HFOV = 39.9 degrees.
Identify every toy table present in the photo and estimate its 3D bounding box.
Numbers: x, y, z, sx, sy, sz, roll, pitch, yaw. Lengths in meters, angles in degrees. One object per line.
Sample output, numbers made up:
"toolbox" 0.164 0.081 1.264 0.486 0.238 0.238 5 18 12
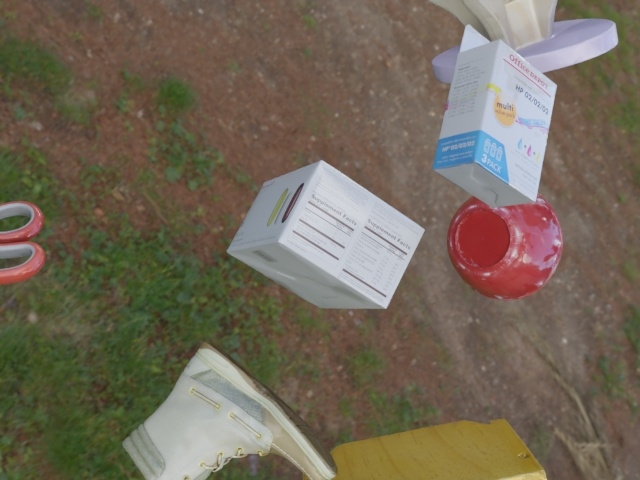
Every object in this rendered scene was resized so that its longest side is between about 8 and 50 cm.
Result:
"toy table" 0.276 -0.337 1.280 0.252 0.274 0.161 -57 132 -56

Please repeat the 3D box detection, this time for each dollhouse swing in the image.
"dollhouse swing" 0.172 0.489 1.348 0.315 0.346 0.305 -111 -171 -81

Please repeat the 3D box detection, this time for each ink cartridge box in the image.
"ink cartridge box" 0.192 -0.139 0.946 0.104 0.061 0.181 27 68 -35

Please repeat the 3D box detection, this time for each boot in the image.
"boot" -0.102 0.238 0.982 0.213 0.165 0.077 39 -5 18

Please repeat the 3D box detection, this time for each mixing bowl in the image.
"mixing bowl" 0.260 -0.001 1.322 0.098 0.181 0.181 7 57 -59

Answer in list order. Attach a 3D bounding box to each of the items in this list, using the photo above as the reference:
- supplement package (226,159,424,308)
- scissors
"supplement package" 0.000 0.000 1.422 0.204 0.262 0.145 33 74 -17
"scissors" -0.413 0.001 0.858 0.297 0.021 0.109 0 46 -2
